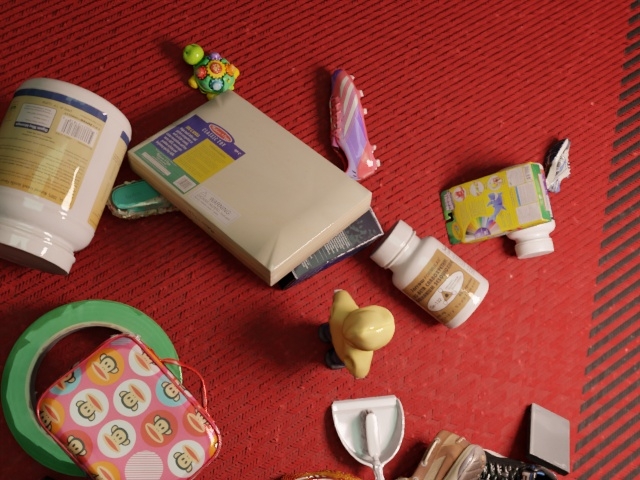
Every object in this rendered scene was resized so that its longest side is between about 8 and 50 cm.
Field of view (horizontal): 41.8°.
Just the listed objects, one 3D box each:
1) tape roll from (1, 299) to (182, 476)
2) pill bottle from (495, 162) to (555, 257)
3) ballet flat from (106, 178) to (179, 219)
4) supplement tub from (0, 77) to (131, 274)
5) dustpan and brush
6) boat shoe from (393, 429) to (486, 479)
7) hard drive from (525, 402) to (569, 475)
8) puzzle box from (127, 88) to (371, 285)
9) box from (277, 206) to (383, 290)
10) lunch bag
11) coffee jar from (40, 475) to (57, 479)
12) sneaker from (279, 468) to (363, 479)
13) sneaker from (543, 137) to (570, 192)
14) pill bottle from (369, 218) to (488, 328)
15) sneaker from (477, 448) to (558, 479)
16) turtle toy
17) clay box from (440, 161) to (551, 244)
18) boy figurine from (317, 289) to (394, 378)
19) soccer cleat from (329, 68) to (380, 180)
[{"bbox_3d":[-0.421,0.272,1.560,0.321,0.077,0.321,2,81,-12],"label":"tape roll"},{"bbox_3d":[0.450,-0.063,1.827,0.108,0.108,0.194,-6,80,-14],"label":"pill bottle"},{"bbox_3d":[-0.308,-0.093,1.677,0.241,0.077,0.091,-8,75,-17],"label":"ballet flat"},{"bbox_3d":[-0.506,-0.115,1.557,0.228,0.228,0.316,19,74,-8],"label":"supplement tub"},{"bbox_3d":[0.106,0.419,1.664,0.147,0.060,0.211,-3,78,-14],"label":"dustpan and brush"},{"bbox_3d":[0.191,0.517,1.647,0.116,0.123,0.324,34,79,32],"label":"boat shoe"},{"bbox_3d":[0.471,0.412,1.734,0.094,0.022,0.135,27,41,-6],"label":"hard drive"},{"bbox_3d":[-0.139,-0.118,1.618,0.409,0.052,0.272,39,59,24],"label":"puzzle box"},{"bbox_3d":[0.000,0.000,1.686,0.207,0.153,0.108,-27,85,-16],"label":"box"},{"bbox_3d":[-0.320,0.311,1.473,0.258,0.120,0.293,-40,90,-15],"label":"lunch bag"},{"bbox_3d":[-0.442,0.493,1.504,0.184,0.096,0.079,29,74,-6],"label":"coffee jar"},{"bbox_3d":[0.003,0.488,1.635,0.175,0.064,0.067,0,97,-8],"label":"sneaker"},{"bbox_3d":[0.542,-0.168,1.908,0.058,0.052,0.135,29,80,-15],"label":"sneaker"},{"bbox_3d":[0.221,0.066,1.734,0.229,0.131,0.131,39,72,-2],"label":"pill bottle"},{"bbox_3d":[0.378,0.466,1.684,0.216,0.121,0.079,13,74,-10],"label":"sneaker"},{"bbox_3d":[-0.234,-0.360,1.759,0.130,0.066,0.095,37,72,-3],"label":"turtle toy"},{"bbox_3d":[0.369,-0.073,1.787,0.053,0.222,0.127,3,74,-51],"label":"clay box"},{"bbox_3d":[0.061,0.172,1.594,0.092,0.285,0.177,-12,77,-15],"label":"boy figurine"},{"bbox_3d":[0.053,-0.248,1.796,0.095,0.083,0.248,-15,84,-11],"label":"soccer cleat"}]
